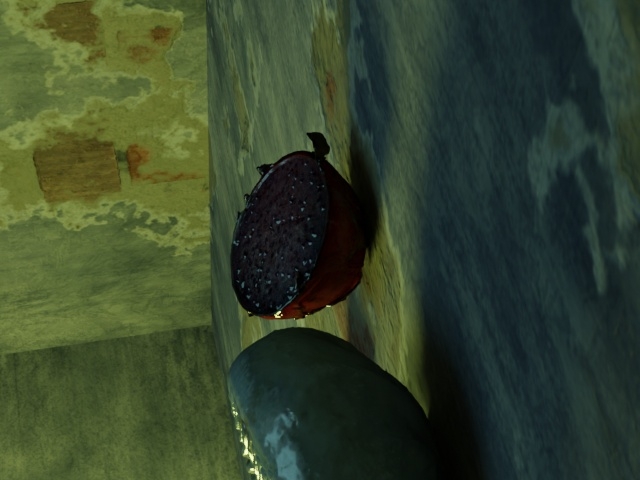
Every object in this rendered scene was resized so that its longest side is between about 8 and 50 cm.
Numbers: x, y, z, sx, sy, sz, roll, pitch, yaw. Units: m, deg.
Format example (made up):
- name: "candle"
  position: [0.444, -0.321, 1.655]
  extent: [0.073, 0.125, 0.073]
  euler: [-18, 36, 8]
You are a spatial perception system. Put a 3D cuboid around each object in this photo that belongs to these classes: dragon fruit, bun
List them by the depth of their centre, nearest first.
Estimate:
- name: "bun"
  position: [0.027, 0.242, 1.243]
  extent: [0.354, 0.194, 0.354]
  euler: [161, 90, -77]
- name: "dragon fruit"
  position: [-0.002, 0.004, 1.490]
  extent: [0.218, 0.148, 0.224]
  euler: [-33, 50, 45]
